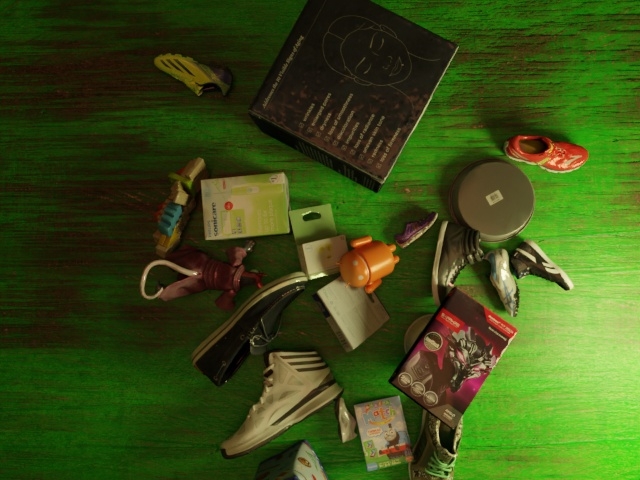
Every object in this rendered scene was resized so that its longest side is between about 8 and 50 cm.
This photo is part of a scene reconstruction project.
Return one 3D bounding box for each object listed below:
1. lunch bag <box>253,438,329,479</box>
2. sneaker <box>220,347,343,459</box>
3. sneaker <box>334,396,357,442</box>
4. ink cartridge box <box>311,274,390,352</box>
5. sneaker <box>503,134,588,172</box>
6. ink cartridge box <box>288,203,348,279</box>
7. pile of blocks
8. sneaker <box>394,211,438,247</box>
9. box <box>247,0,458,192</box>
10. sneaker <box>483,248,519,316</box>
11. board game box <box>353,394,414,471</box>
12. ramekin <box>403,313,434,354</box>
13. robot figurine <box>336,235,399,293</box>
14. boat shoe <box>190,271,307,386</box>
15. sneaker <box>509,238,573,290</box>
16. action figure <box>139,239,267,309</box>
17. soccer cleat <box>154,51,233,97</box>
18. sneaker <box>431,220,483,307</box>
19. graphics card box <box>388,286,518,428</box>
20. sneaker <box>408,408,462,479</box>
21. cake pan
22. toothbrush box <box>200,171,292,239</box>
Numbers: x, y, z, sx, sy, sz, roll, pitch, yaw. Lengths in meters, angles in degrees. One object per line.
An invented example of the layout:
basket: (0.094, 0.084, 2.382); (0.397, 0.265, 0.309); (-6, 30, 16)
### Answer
lunch bag: (-0.039, 0.877, 1.594); (0.239, 0.328, 0.385); (-29, 85, 3)
sneaker: (-0.172, 0.519, 1.714); (0.448, 0.169, 0.257); (-31, 78, -6)
sneaker: (0.085, 0.605, 1.737); (0.061, 0.054, 0.152); (-8, 88, -15)
ink cartridge box: (0.105, 0.223, 1.703); (0.045, 0.224, 0.223); (-37, 83, 46)
sneaker: (0.755, -0.292, 1.695); (0.279, 0.118, 0.107); (8, 89, 3)
ink cartridge box: (0.000, 0.000, 1.714); (0.171, 0.056, 0.234); (-12, 92, -29)
pile of blocks: (-0.510, -0.125, 1.741); (0.113, 0.149, 0.362); (22, 88, 14)
sneaker: (0.325, -0.046, 1.737); (0.170, 0.068, 0.071); (-38, 81, 2)
box: (0.101, -0.479, 1.648); (0.472, 0.297, 0.479); (29, 90, 2)
sneaker: (0.610, 0.144, 1.715); (0.086, 0.085, 0.237); (-15, 93, 33)
board game box: (0.209, 0.640, 1.702); (0.160, 0.039, 0.211); (-12, 72, -2)
ramekin: (0.385, 0.351, 1.697); (0.207, 0.109, 0.207); (0, 88, 3)
robot figurine: (0.155, 0.079, 1.687); (0.220, 0.158, 0.128); (-21, 47, -28)
boat shoe: (-0.214, 0.291, 1.676); (0.500, 0.187, 0.156); (-43, 73, 11)
sneaker: (0.724, 0.110, 1.709); (0.121, 0.079, 0.217); (-42, 78, 4)
action figure: (-0.352, 0.099, 1.676); (0.371, 0.276, 0.247); (3, 82, 17)
soccer cleat: (-0.450, -0.576, 1.784); (0.289, 0.093, 0.121); (14, 95, 4)
sneaker: (0.457, 0.085, 1.688); (0.147, 0.105, 0.295); (7, 84, 25)
graphics card box: (0.407, 0.356, 1.579); (0.233, 0.094, 0.371); (37, 81, 8)
sneaker: (0.381, 0.686, 1.647); (0.158, 0.182, 0.409); (7, 89, 3)
cake pan: (0.587, -0.139, 1.732); (0.294, 0.054, 0.293); (0, 88, 3)
toothbrush box: (-0.248, -0.111, 1.741); (0.284, 0.122, 0.206); (-4, 87, 4)
